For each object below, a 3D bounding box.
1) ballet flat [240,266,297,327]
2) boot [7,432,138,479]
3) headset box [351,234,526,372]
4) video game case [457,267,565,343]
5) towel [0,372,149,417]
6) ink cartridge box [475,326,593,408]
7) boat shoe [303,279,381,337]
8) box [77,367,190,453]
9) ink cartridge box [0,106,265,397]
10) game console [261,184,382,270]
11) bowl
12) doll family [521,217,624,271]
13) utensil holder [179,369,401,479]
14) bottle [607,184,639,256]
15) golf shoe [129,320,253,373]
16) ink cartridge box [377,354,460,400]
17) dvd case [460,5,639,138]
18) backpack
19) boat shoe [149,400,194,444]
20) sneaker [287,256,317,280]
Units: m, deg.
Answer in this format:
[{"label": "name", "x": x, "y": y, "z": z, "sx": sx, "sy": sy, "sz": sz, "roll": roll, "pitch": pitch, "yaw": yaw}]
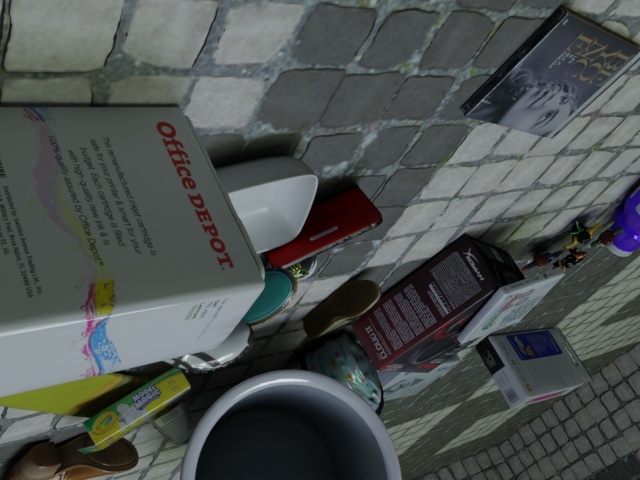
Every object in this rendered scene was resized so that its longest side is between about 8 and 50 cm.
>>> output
[{"label": "ballet flat", "x": -0.109, "y": 0.095, "z": 1.066, "sx": 0.206, "sy": 0.073, "sz": 0.067, "roll": -29, "pitch": 168, "yaw": 20}, {"label": "boot", "x": -0.414, "y": 0.379, "z": 1.282, "sx": 0.197, "sy": 0.073, "sz": 0.152, "roll": 11, "pitch": 134, "yaw": -37}, {"label": "headset box", "x": 0.211, "y": 0.131, "z": 1.392, "sx": 0.293, "sy": 0.110, "sz": 0.218, "roll": -38, "pitch": 153, "yaw": 20}, {"label": "video game case", "x": 0.318, "y": 0.110, "z": 1.309, "sx": 0.143, "sy": 0.019, "sz": 0.157, "roll": -14, "pitch": 150, "yaw": -31}, {"label": "towel", "x": -0.343, "y": 0.205, "z": 1.085, "sx": 0.102, "sy": 0.021, "sz": 0.237, "roll": -36, "pitch": 154, "yaw": 9}, {"label": "ink cartridge box", "x": 0.559, "y": 0.321, "z": 2.021, "sx": 0.371, "sy": 0.176, "sz": 0.069, "roll": 0, "pitch": 143, "yaw": -45}, {"label": "boat shoe", "x": 0.039, "y": 0.107, "z": 1.249, "sx": 0.152, "sy": 0.056, "sz": 0.049, "roll": -31, "pitch": 161, "yaw": 29}, {"label": "box", "x": -0.280, "y": 0.256, "z": 1.161, "sx": 0.179, "sy": 0.043, "sz": 0.105, "roll": -32, "pitch": 170, "yaw": -18}, {"label": "ink cartridge box", "x": -0.214, "y": 0.003, "z": 0.617, "sx": 0.278, "sy": 0.201, "sz": 0.117, "roll": -8, "pitch": 149, "yaw": -38}, {"label": "game console", "x": 0.000, "y": 0.000, "z": 0.972, "sx": 0.144, "sy": 0.124, "sz": 0.085, "roll": -25, "pitch": 128, "yaw": -7}, {"label": "bowl", "x": -0.083, "y": -0.037, "z": 0.849, "sx": 0.142, "sy": 0.053, "sz": 0.142, "roll": -17, "pitch": 152, "yaw": -25}, {"label": "doll family", "x": 0.477, "y": 0.017, "z": 1.484, "sx": 0.193, "sy": 0.076, "sz": 0.111, "roll": -42, "pitch": 171, "yaw": 16}, {"label": "utensil holder", "x": -0.072, "y": 0.404, "z": 1.303, "sx": 0.327, "sy": 0.328, "sz": 0.385, "roll": -20, "pitch": 168, "yaw": -16}, {"label": "bottle", "x": 0.632, "y": -0.071, "z": 1.455, "sx": 0.118, "sy": 0.092, "sz": 0.283, "roll": -19, "pitch": 154, "yaw": -29}, {"label": "golf shoe", "x": -0.179, "y": 0.113, "z": 0.971, "sx": 0.198, "sy": 0.077, "sz": 0.094, "roll": -3, "pitch": 134, "yaw": -13}, {"label": "ink cartridge box", "x": 0.182, "y": 0.329, "z": 1.810, "sx": 0.223, "sy": 0.045, "sz": 0.224, "roll": 3, "pitch": 141, "yaw": -48}, {"label": "dvd case", "x": 0.293, "y": -0.198, "z": 0.968, "sx": 0.221, "sy": 0.018, "sz": 0.164, "roll": 1, "pitch": 142, "yaw": -47}, {"label": "backpack", "x": 0.041, "y": 0.246, "z": 1.426, "sx": 0.115, "sy": 0.152, "sz": 0.182, "roll": -37, "pitch": 142, "yaw": 4}, {"label": "boat shoe", "x": -0.233, "y": 0.302, "z": 1.273, "sx": 0.066, "sy": 0.063, "sz": 0.184, "roll": -29, "pitch": 176, "yaw": -21}, {"label": "sneaker", "x": -0.040, "y": 0.043, "z": 1.067, "sx": 0.083, "sy": 0.031, "sz": 0.035, "roll": -40, "pitch": 152, "yaw": 24}]
